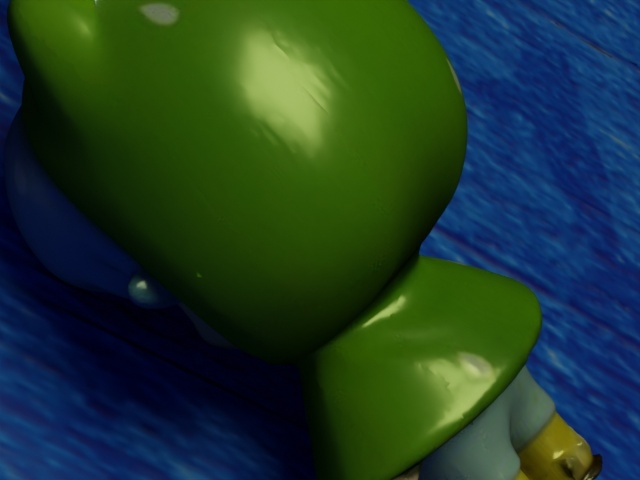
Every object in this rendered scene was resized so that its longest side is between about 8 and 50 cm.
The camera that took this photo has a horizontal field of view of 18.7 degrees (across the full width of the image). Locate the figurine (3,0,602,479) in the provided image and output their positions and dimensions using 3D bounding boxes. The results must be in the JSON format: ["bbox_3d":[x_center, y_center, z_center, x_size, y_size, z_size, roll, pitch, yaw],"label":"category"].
[{"bbox_3d":[0.000,0.000,0.682,0.263,0.143,0.162,51,44,-8],"label":"figurine"}]
